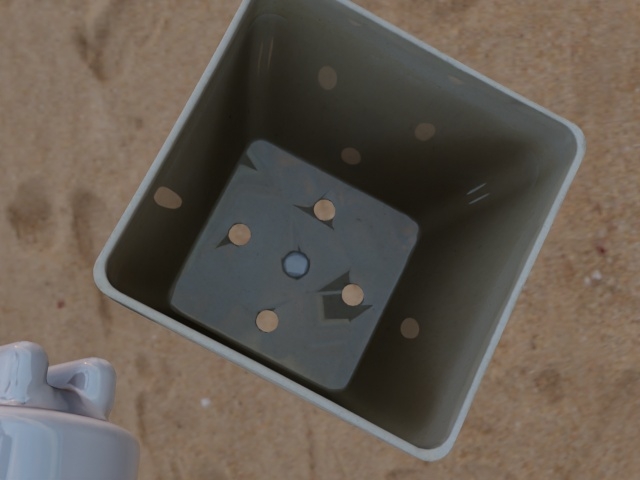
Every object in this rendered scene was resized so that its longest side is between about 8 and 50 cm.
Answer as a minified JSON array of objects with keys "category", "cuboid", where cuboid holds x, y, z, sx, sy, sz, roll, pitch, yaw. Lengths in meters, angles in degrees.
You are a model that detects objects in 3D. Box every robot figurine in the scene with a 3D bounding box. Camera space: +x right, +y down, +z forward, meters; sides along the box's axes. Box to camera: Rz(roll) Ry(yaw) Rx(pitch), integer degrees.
[{"category":"robot figurine","cuboid":[-0.266,0.271,1.059,0.200,0.300,0.353,-18,61,49]}]

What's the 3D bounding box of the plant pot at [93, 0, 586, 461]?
[{"category":"plant pot","cuboid":[0.000,0.000,0.385,0.109,0.109,0.096,28,164,-4]}]
